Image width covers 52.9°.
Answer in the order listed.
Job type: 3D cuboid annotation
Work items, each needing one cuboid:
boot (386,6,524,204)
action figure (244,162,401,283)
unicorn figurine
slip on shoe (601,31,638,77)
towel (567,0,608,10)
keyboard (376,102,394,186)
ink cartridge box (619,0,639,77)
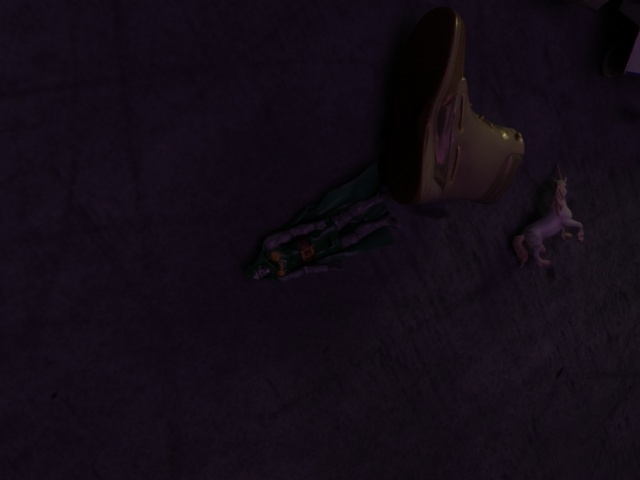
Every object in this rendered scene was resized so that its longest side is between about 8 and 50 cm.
[{"bbox_3d":[0.203,-0.177,0.905,0.204,0.095,0.261,-1,102,-35],"label":"boot"},{"bbox_3d":[0.000,0.000,0.906,0.232,0.063,0.137,-26,118,-12],"label":"action figure"},{"bbox_3d":[0.387,-0.029,1.076,0.162,0.060,0.111,-45,119,-7],"label":"unicorn figurine"},{"bbox_3d":[0.525,-0.314,1.065,0.135,0.041,0.051,-31,116,-14],"label":"slip on shoe"},{"bbox_3d":[0.319,-0.458,0.799,0.324,0.056,0.312,10,137,-17],"label":"towel"},{"bbox_3d":[0.137,-0.159,0.941,0.108,0.023,0.180,25,93,-29],"label":"keyboard"},{"bbox_3d":[0.619,-0.402,1.012,0.304,0.072,0.307,1,120,-27],"label":"ink cartridge box"}]
